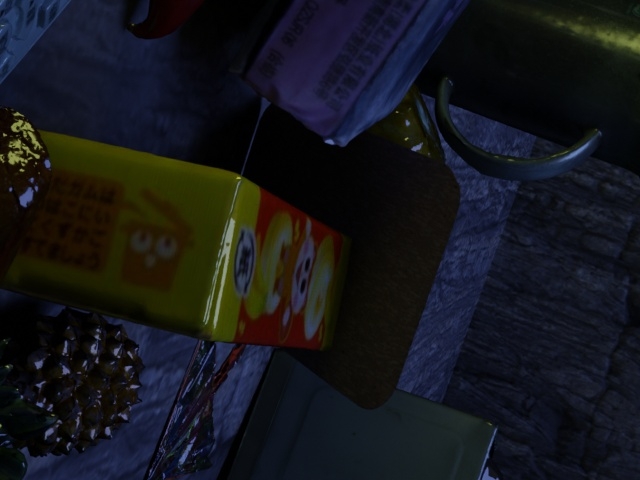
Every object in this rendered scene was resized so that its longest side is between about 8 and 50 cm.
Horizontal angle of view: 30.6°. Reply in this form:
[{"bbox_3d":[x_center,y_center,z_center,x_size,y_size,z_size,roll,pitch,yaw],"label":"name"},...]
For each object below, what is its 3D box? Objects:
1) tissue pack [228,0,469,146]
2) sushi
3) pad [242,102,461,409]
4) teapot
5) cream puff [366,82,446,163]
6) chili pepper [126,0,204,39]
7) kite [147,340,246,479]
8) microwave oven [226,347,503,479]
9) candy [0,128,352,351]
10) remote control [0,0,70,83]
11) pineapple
[{"bbox_3d":[0.095,-0.249,0.795,0.361,0.122,0.259,-53,-179,23],"label":"tissue pack"},{"bbox_3d":[-0.169,-0.003,0.551,0.120,0.055,0.052,-57,-168,32],"label":"sushi"},{"bbox_3d":[0.000,0.000,0.863,0.002,0.266,0.176,12,101,-36],"label":"pad"},{"bbox_3d":[0.234,-0.172,1.216,0.270,0.337,0.200,-59,162,-30],"label":"teapot"},{"bbox_3d":[0.055,-0.092,1.141,0.146,0.116,0.146,56,23,-39],"label":"cream puff"},{"bbox_3d":[-0.008,-0.280,0.741,0.368,0.092,0.137,-51,177,-34],"label":"chili pepper"},{"bbox_3d":[-0.110,0.152,1.067,0.189,0.009,0.232,-55,159,-43],"label":"kite"},{"bbox_3d":[0.024,0.338,1.284,0.218,0.286,0.354,65,43,-71],"label":"microwave oven"},{"bbox_3d":[-0.079,0.009,0.711,0.276,0.146,0.088,27,76,-74],"label":"candy"},{"bbox_3d":[-0.159,-0.083,0.487,0.293,0.051,0.103,-61,-176,-26],"label":"remote control"},{"bbox_3d":[-0.156,0.085,0.636,0.221,0.103,0.083,-13,123,-74],"label":"pineapple"}]
